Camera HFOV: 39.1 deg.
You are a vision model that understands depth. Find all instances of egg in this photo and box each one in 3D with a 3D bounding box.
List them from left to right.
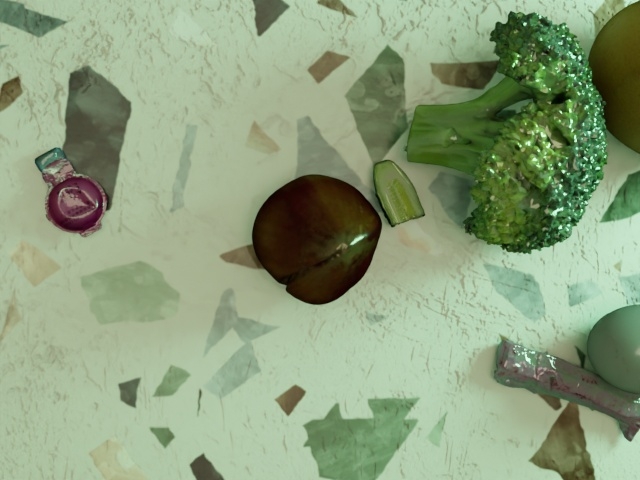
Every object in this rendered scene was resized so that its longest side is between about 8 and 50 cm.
[{"bbox_3d":[0.530,0.177,1.463,0.199,0.146,0.146,7,90,-15],"label":"egg"},{"bbox_3d":[0.572,-0.242,1.412,0.322,0.250,0.250,29,86,-11],"label":"egg"}]

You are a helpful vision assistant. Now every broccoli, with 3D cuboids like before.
[{"bbox_3d":[0.290,-0.148,1.352,0.302,0.249,0.375,-3,115,-4],"label":"broccoli"}]

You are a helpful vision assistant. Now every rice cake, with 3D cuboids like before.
[{"bbox_3d":[0.419,0.248,1.495,0.290,0.051,0.081,24,86,-8],"label":"rice cake"}]

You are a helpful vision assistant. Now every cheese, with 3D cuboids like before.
[{"bbox_3d":[-0.385,-0.073,1.380,0.095,0.038,0.145,-30,89,-8],"label":"cheese"}]

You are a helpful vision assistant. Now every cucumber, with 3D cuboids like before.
[{"bbox_3d":[0.117,-0.077,1.456,0.067,0.035,0.107,-21,86,-18],"label":"cucumber"}]

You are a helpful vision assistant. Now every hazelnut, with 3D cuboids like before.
[{"bbox_3d":[0.000,0.000,1.354,0.208,0.208,0.208,0,91,-8],"label":"hazelnut"}]
